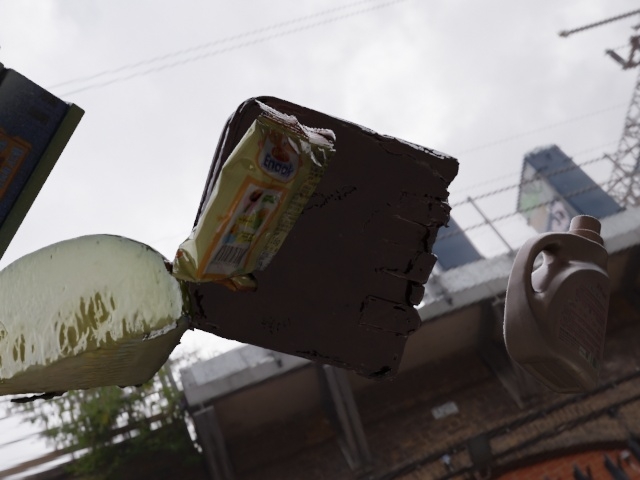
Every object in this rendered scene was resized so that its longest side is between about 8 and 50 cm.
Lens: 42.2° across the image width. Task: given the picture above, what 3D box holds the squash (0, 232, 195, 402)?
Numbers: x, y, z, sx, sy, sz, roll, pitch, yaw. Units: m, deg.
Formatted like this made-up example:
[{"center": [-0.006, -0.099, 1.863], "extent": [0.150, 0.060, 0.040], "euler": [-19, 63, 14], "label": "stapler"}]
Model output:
[{"center": [-0.191, 0.049, 0.581], "extent": [0.170, 0.093, 0.252], "euler": [-3, -17, -20], "label": "squash"}]

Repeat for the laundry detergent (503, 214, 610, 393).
[{"center": [0.299, 0.054, 1.037], "extent": [0.076, 0.237, 0.171], "euler": [-12, -40, 44], "label": "laundry detergent"}]

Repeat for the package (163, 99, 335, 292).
[{"center": [-0.039, -0.022, 0.507], "extent": [0.120, 0.031, 0.108], "euler": [-59, -21, 9], "label": "package"}]

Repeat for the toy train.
[{"center": [-0.439, -0.099, 1.018], "extent": [0.202, 0.131, 0.299], "euler": [35, -101, -40], "label": "toy train"}]

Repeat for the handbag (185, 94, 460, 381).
[{"center": [-0.001, 0.000, 0.704], "extent": [0.216, 0.074, 0.203], "euler": [15, -90, -16], "label": "handbag"}]
